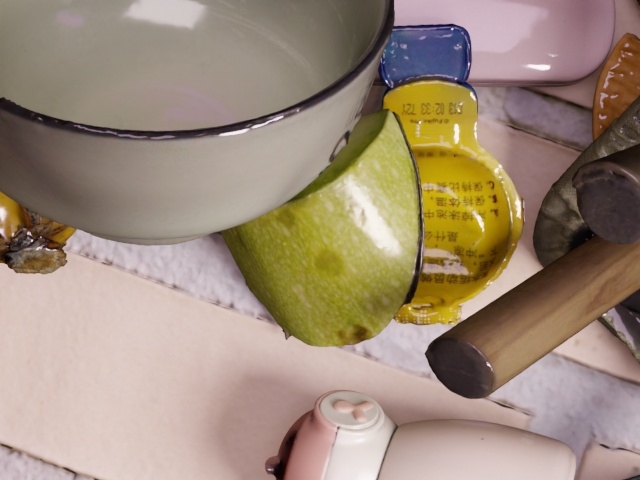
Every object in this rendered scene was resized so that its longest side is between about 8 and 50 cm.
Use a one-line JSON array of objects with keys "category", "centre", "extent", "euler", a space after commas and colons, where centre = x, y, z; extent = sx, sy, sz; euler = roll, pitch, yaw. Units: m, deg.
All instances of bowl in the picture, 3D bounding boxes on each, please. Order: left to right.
[{"category": "bowl", "centre": [-0.128, -0.120, 1.050], "extent": [0.353, 0.185, 0.354], "euler": [4, 42, -3]}]

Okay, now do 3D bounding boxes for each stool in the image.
[{"category": "stool", "centre": [0.286, 0.058, 1.006], "extent": [0.310, 0.310, 0.226], "euler": [41, 49, 6]}]

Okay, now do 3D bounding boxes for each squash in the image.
[{"category": "squash", "centre": [-0.013, -0.001, 1.120], "extent": [0.191, 0.085, 0.184], "euler": [-13, 87, 32]}]

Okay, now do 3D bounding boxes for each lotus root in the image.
[{"category": "lotus root", "centre": [-0.266, -0.069, 1.161], "extent": [0.120, 0.120, 0.210], "euler": [-22, 86, 0]}]

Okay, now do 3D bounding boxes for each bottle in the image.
[{"category": "bottle", "centre": [0.074, 0.202, 1.115], "extent": [0.236, 0.147, 0.148], "euler": [16, 86, 11]}]

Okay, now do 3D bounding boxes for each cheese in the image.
[{"category": "cheese", "centre": [0.090, -0.052, 1.150], "extent": [0.156, 0.064, 0.250], "euler": [0, 104, 4]}]

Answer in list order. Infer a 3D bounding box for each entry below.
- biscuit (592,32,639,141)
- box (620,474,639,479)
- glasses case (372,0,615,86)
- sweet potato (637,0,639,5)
[{"category": "biscuit", "centre": [0.318, -0.065, 1.170], "extent": [0.224, 0.033, 0.145], "euler": [27, 95, -4]}, {"category": "box", "centre": [0.262, 0.229, 1.141], "extent": [0.099, 0.074, 0.054], "euler": [-18, 99, 0]}, {"category": "glasses case", "centre": [0.097, -0.187, 1.176], "extent": [0.296, 0.075, 0.113], "euler": [1, 88, 1]}, {"category": "sweet potato", "centre": [0.268, -0.267, 1.189], "extent": [0.065, 0.051, 0.218], "euler": [-13, 85, -3]}]
